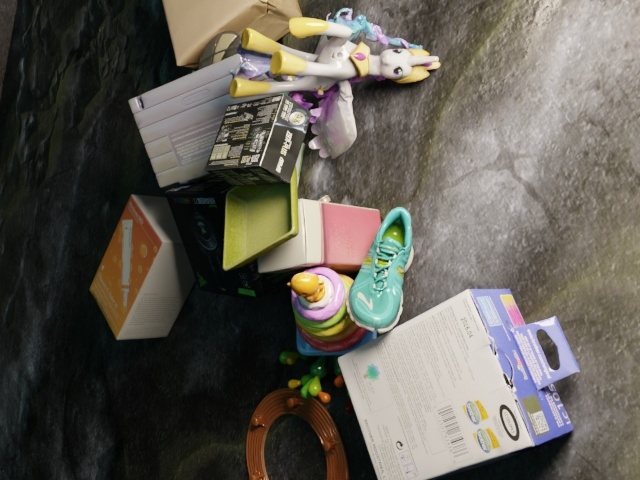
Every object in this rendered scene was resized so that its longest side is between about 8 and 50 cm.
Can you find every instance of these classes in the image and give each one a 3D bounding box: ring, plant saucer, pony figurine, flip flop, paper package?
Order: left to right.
[{"bbox_3d":[-0.235,-0.613,1.673,0.309,0.168,0.325,-26,71,32],"label":"paper package"},{"bbox_3d":[-0.215,-0.345,1.589,0.112,0.080,0.277,5,107,19],"label":"flip flop"},{"bbox_3d":[-0.105,-0.047,1.289,0.188,0.045,0.189,-28,49,33],"label":"plant saucer"},{"bbox_3d":[-0.068,0.512,1.569,0.336,0.032,0.337,-3,85,45],"label":"ring"},{"bbox_3d":[0.010,-0.333,1.362,0.351,0.363,0.303,-6,87,59],"label":"pony figurine"}]

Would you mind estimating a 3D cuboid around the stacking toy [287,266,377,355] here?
[{"bbox_3d":[0.001,0.115,1.314,0.175,0.302,0.166,-3,69,15],"label":"stacking toy"}]

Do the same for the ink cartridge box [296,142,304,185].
[{"bbox_3d":[-0.151,-0.175,1.643,0.212,0.093,0.155,13,96,41],"label":"ink cartridge box"}]

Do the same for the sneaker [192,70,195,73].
[{"bbox_3d":[-0.315,-0.482,1.830,0.095,0.090,0.235,151,120,-63],"label":"sneaker"}]

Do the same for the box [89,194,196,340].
[{"bbox_3d":[-0.474,0.077,1.891,0.215,0.168,0.345,48,119,35],"label":"box"}]

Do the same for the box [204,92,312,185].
[{"bbox_3d":[-0.119,-0.186,1.288,0.180,0.077,0.148,2,70,47],"label":"box"}]

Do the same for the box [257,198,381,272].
[{"bbox_3d":[0.000,0.000,1.389,0.148,0.232,0.127,-14,78,44],"label":"box"}]

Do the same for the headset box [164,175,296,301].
[{"bbox_3d":[-0.209,-0.005,1.595,0.246,0.131,0.283,5,118,47],"label":"headset box"}]

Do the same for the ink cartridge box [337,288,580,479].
[{"bbox_3d":[0.246,0.257,1.195,0.395,0.151,0.270,-36,65,39],"label":"ink cartridge box"}]

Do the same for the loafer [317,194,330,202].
[{"bbox_3d":[-0.010,-0.053,1.540,0.039,0.045,0.125,54,131,11],"label":"loafer"}]

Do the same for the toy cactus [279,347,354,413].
[{"bbox_3d":[0.015,0.263,1.472,0.219,0.112,0.181,19,82,45],"label":"toy cactus"}]

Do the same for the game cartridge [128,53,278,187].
[{"bbox_3d":[-0.250,-0.269,1.548,0.354,0.068,0.230,-15,103,23],"label":"game cartridge"}]

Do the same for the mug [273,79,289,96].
[{"bbox_3d":[-0.129,-0.309,1.626,0.129,0.097,0.158,-17,77,42],"label":"mug"}]

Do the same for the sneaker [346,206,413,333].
[{"bbox_3d":[0.115,0.049,1.267,0.106,0.275,0.110,13,138,6],"label":"sneaker"}]
